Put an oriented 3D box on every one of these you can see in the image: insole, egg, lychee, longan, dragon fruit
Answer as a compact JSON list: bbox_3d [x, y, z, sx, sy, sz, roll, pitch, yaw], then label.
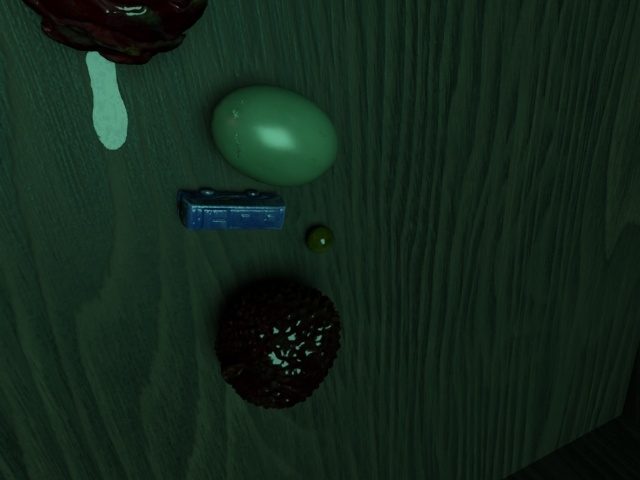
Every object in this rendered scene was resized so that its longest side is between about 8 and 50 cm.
[{"bbox_3d":[-0.422,-0.277,0.899,0.065,0.006,0.193,-10,115,-21],"label":"insole"},{"bbox_3d":[-0.093,-0.218,0.961,0.283,0.203,0.202,12,106,-32],"label":"egg"},{"bbox_3d":[-0.103,0.249,1.115,0.330,0.306,0.305,-26,124,-46],"label":"lychee"},{"bbox_3d":[0.000,0.000,1.185,0.075,0.075,0.083,-35,163,-8],"label":"longan"},{"bbox_3d":[-0.321,-0.443,0.704,0.330,0.329,0.328,-10,115,-21],"label":"dragon fruit"}]

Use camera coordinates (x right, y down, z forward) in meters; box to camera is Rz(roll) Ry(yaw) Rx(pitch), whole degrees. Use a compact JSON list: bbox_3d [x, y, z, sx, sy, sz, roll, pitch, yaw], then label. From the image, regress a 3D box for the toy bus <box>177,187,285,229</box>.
[{"bbox_3d":[-0.199,-0.070,1.039,0.237,0.094,0.079,-2,112,-25],"label":"toy bus"}]
